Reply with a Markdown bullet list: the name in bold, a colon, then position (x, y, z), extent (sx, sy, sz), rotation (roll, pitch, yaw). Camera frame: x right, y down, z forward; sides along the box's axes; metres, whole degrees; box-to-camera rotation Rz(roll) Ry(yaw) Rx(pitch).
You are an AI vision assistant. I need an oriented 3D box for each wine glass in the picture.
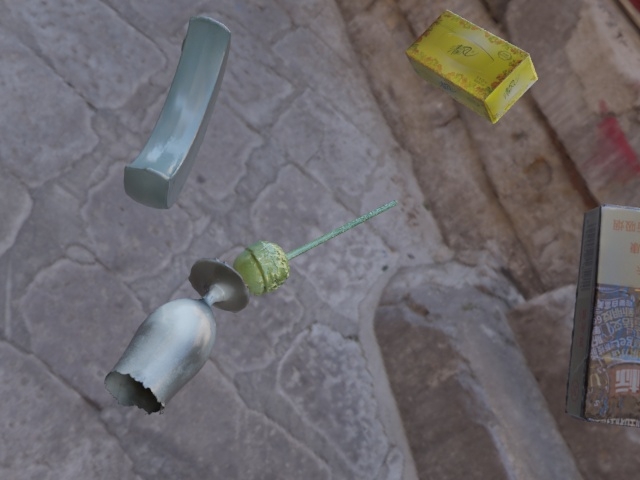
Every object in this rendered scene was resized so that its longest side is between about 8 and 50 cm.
- **wine glass**: position (-0.185, 0.125, 1.023), extent (0.103, 0.103, 0.222), rotation (43, 46, -7)

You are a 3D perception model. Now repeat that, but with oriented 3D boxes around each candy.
- **candy**: position (0.000, 0.000, 1.350), extent (0.336, 0.093, 0.092), rotation (-25, 38, -23)

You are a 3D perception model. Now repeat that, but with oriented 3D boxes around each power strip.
- **power strip**: position (-0.163, -0.146, 0.921), extent (0.054, 0.167, 0.253), rotation (19, 65, -6)

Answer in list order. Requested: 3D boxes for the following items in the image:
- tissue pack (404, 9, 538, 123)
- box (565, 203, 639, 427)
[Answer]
- **tissue pack**: position (0.220, -0.260, 1.155), extent (0.176, 0.095, 0.062), rotation (44, 0, 37)
- **box**: position (0.472, 0.113, 1.129), extent (0.198, 0.084, 0.310), rotation (7, 83, -2)
